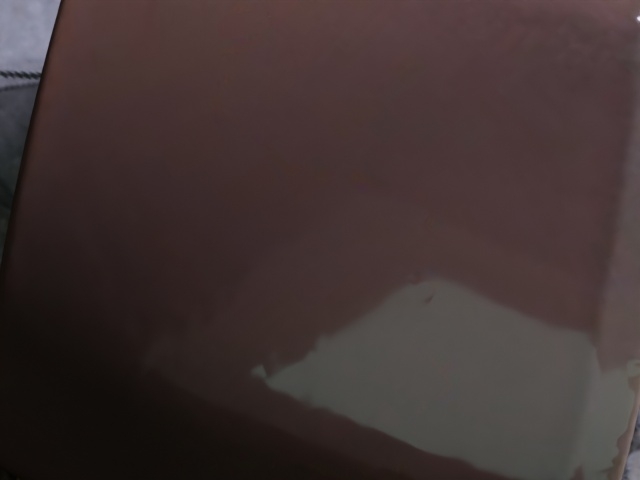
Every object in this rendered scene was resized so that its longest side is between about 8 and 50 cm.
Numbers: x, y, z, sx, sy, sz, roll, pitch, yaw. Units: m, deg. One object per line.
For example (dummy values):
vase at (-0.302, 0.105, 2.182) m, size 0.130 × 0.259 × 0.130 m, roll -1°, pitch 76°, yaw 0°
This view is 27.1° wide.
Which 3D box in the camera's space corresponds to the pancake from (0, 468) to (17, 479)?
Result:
pancake at (-0.266, 0.122, 0.685) m, size 0.212 × 0.029 × 0.235 m, roll -35°, pitch 109°, yaw 6°

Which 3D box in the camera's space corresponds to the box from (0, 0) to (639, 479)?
box at (0.000, 0.000, 0.540) m, size 0.216 × 0.301 × 0.300 m, roll 10°, pitch 108°, yaw -2°

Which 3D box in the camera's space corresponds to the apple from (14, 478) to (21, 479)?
apple at (-0.086, 0.201, 0.649) m, size 0.211 × 0.188 × 0.211 m, roll -1°, pitch 106°, yaw -3°
